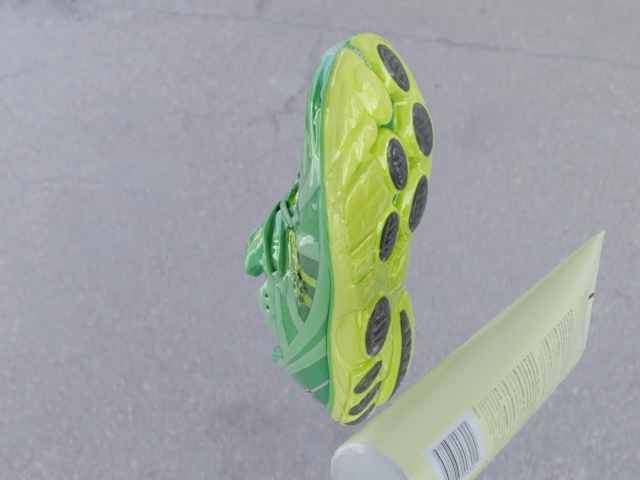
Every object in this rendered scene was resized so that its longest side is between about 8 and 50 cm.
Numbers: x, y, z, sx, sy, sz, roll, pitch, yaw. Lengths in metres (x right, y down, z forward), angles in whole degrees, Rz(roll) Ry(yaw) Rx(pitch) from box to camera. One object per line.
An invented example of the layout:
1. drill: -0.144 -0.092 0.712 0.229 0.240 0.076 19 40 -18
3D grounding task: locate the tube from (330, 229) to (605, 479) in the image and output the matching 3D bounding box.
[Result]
1. tube: 0.100 0.082 0.683 0.240 0.070 0.062 -33 87 -41

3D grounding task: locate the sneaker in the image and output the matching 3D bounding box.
1. sneaker: 0.000 0.000 0.798 0.123 0.296 0.109 24 40 26
